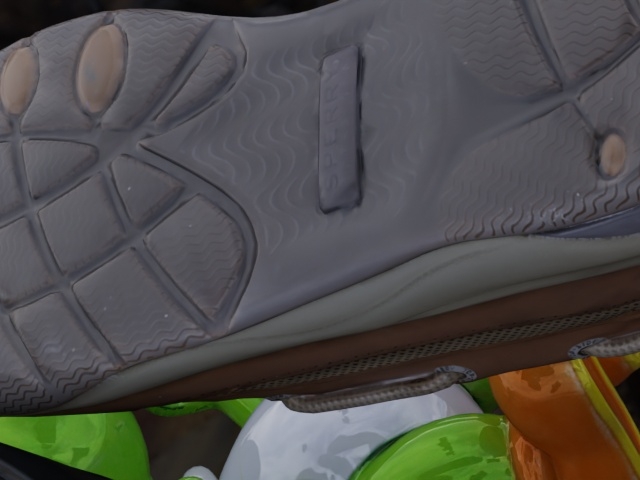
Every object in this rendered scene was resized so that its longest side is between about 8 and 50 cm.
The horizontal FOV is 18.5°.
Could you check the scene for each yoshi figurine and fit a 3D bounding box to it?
[{"bbox_3d":[-0.042,0.098,0.911,0.362,0.203,0.203,-29,67,18],"label":"yoshi figurine"}]

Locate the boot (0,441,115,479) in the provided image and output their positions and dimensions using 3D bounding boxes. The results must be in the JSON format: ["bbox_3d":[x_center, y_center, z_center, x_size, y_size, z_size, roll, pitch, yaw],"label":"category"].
[{"bbox_3d":[-0.120,0.090,0.569,0.236,0.178,0.085,16,86,34],"label":"boot"}]

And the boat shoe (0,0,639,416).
[{"bbox_3d":[0.000,0.000,0.553,0.324,0.116,0.123,-9,62,32],"label":"boat shoe"}]
